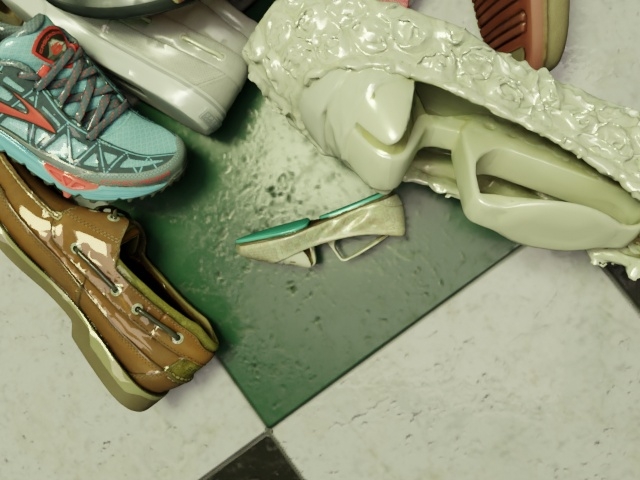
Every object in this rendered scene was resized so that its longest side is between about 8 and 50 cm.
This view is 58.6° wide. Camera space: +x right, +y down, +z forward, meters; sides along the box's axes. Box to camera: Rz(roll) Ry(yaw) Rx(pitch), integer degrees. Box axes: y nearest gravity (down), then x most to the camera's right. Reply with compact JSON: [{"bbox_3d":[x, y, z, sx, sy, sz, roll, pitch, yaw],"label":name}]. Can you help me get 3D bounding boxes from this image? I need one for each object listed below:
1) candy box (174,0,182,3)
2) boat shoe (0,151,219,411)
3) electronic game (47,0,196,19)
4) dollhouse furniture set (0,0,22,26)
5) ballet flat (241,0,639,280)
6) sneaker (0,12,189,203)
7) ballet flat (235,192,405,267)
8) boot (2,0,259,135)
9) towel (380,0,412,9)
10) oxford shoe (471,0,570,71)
[{"bbox_3d":[-0.149,-0.362,0.423,0.183,0.087,0.316,-44,91,-13],"label":"candy box"},{"bbox_3d":[-0.218,0.012,0.558,0.104,0.111,0.307,-37,94,5],"label":"boat shoe"},{"bbox_3d":[-0.155,-0.281,0.522,0.229,0.048,0.230,-4,57,6],"label":"electronic game"},{"bbox_3d":[-0.408,-0.298,0.557,0.201,0.152,0.375,23,94,9],"label":"dollhouse furniture set"},{"bbox_3d":[0.110,-0.082,0.455,0.408,0.147,0.147,20,94,6],"label":"ballet flat"},{"bbox_3d":[-0.237,-0.125,0.496,0.261,0.104,0.125,22,136,-10],"label":"sneaker"},{"bbox_3d":[0.000,0.000,0.540,0.168,0.057,0.053,-17,97,10],"label":"ballet flat"},{"bbox_3d":[-0.179,-0.215,0.561,0.258,0.095,0.124,31,83,5],"label":"boot"},{"bbox_3d":[0.035,-0.308,0.499,0.144,0.029,0.197,20,124,10],"label":"towel"},{"bbox_3d":[0.198,-0.308,0.471,0.130,0.123,0.349,-3,99,-9],"label":"oxford shoe"}]
